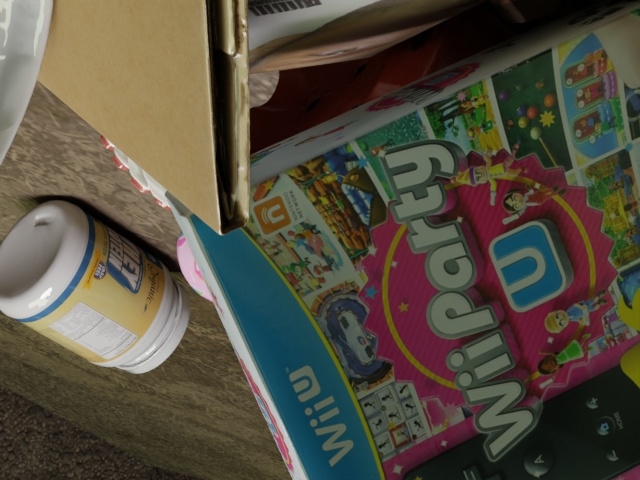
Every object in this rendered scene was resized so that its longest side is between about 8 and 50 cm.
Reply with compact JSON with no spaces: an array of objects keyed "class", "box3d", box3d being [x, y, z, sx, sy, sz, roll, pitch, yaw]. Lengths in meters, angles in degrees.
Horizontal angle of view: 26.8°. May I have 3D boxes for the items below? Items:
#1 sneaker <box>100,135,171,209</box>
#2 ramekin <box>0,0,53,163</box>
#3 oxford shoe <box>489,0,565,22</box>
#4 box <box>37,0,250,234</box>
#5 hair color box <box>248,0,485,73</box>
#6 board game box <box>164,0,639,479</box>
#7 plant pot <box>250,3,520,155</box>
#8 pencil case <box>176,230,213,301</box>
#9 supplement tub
[{"class":"sneaker","box3d":[-0.078,-0.116,0.764,0.092,0.225,0.088,-24,162,32]},{"class":"ramekin","box3d":[-0.207,-0.068,0.519,0.109,0.207,0.207,27,163,11]},{"class":"oxford shoe","box3d":[0.132,-0.161,0.629,0.076,0.076,0.212,43,153,-21]},{"class":"box","box3d":[-0.098,-0.116,0.566,0.201,0.021,0.164,38,144,35]},{"class":"hair color box","box3d":[0.024,-0.156,0.568,0.185,0.110,0.339,-12,180,-29]},{"class":"board game box","box3d":[0.107,0.017,0.672,0.224,0.303,0.097,66,172,-13]},{"class":"plant pot","box3d":[0.092,-0.009,0.836,0.265,0.272,0.272,39,156,-24]},{"class":"pencil case","box3d":[0.000,0.000,1.150,0.124,0.124,0.284,34,158,-34]},{"class":"supplement tub","box3d":[-0.260,0.058,1.538,0.144,0.144,0.199,2,154,44]}]
